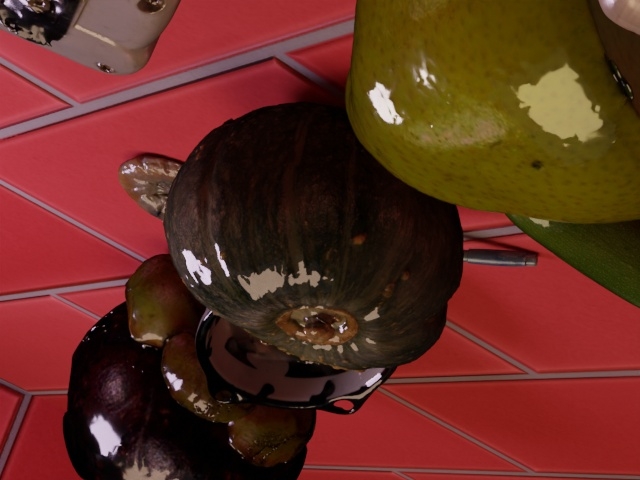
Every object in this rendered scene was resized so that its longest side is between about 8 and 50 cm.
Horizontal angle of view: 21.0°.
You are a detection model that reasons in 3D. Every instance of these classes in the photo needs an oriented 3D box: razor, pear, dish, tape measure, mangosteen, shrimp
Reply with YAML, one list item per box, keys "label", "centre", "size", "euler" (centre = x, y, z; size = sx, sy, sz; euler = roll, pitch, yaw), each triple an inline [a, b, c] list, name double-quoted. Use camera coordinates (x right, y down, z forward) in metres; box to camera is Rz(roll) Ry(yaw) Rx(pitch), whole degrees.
- label: "razor"
  centre: [0.189, 0.019, 2.043]
  size: [0.135, 0.068, 0.040]
  euler: [3, 161, 10]
- label: "pear"
  centre: [0.148, -0.136, 1.367]
  size: [0.318, 0.239, 0.342]
  euler: [-9, 147, 39]
- label: "dish"
  centre: [-0.027, 0.101, 2.275]
  size: [0.303, 0.120, 0.303]
  euler: [-1, 139, 0]
- label: "tape measure"
  centre: [-0.251, -0.261, 1.563]
  size: [0.258, 0.130, 0.265]
  euler: [25, 160, -10]
- label: "mangosteen"
  centre: [-0.197, 0.233, 2.526]
  size: [0.381, 0.381, 0.421]
  euler: [17, 148, 7]
- label: "shrimp"
  centre: [-0.155, -0.046, 2.197]
  size: [0.223, 0.047, 0.126]
  euler: [30, 148, -24]

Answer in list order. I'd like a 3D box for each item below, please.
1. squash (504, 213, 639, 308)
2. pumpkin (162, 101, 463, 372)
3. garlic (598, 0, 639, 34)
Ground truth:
- label: "squash"
  centre: [0.325, 0.010, 1.806]
  size: [0.378, 0.101, 0.101]
  euler: [29, 159, -28]
- label: "pumpkin"
  centre: [0.000, 0.000, 1.842]
  size: [0.291, 0.257, 0.328]
  euler: [-5, 148, 24]
- label: "garlic"
  centre: [0.268, -0.243, 1.108]
  size: [0.199, 0.199, 0.226]
  euler: [22, 130, -8]
